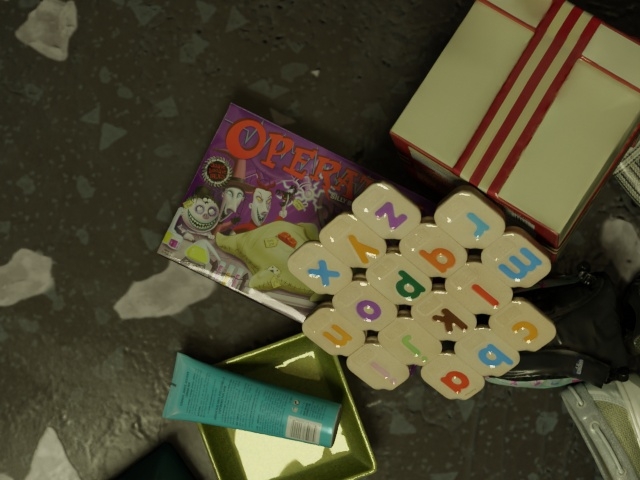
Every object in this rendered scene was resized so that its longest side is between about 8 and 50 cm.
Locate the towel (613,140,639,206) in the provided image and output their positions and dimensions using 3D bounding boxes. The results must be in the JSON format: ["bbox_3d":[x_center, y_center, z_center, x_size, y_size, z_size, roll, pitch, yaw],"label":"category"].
[{"bbox_3d":[0.529,-0.139,1.460,0.324,0.056,0.312,-41,91,-4],"label":"towel"}]

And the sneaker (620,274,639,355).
[{"bbox_3d":[0.442,0.143,1.436,0.130,0.087,0.227,-26,88,-2],"label":"sneaker"}]

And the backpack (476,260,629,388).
[{"bbox_3d":[0.267,0.119,1.408,0.182,0.115,0.152,-10,75,-1],"label":"backpack"}]

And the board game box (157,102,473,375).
[{"bbox_3d":[0.000,0.000,1.429,0.347,0.056,0.208,26,83,-3],"label":"board game box"}]

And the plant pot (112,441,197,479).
[{"bbox_3d":[-0.199,0.359,1.314,0.165,0.234,0.165,-35,92,-4],"label":"plant pot"}]

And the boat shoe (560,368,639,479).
[{"bbox_3d":[0.381,0.322,1.417,0.103,0.118,0.320,-14,86,2],"label":"boat shoe"}]

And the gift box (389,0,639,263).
[{"bbox_3d":[0.252,-0.146,1.312,0.255,0.276,0.258,33,86,8],"label":"gift box"}]

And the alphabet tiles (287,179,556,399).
[{"bbox_3d":[0.114,0.060,1.308,0.278,0.021,0.284,39,123,-15],"label":"alphabet tiles"}]

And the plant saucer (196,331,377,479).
[{"bbox_3d":[-0.049,0.219,1.413,0.188,0.045,0.188,-20,90,2],"label":"plant saucer"}]

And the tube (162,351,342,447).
[{"bbox_3d":[-0.080,0.194,1.370,0.207,0.052,0.080,13,87,7],"label":"tube"}]
